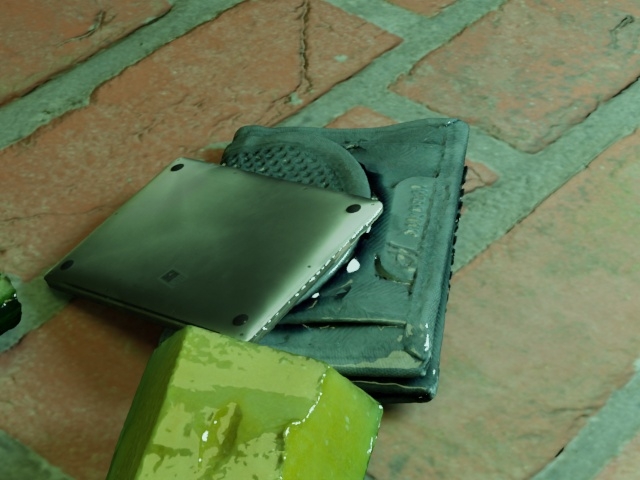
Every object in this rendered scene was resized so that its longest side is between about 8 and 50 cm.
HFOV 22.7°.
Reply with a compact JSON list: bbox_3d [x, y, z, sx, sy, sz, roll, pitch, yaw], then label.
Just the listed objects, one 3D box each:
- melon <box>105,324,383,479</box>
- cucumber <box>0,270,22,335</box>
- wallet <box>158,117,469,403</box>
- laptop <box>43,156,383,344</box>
[{"bbox_3d":[-0.090,0.206,1.120,0.196,0.124,0.323,9,48,16],"label":"melon"},{"bbox_3d":[-0.357,0.096,1.313,0.244,0.063,0.115,-32,40,-28],"label":"cucumber"},{"bbox_3d":[0.000,0.000,1.393,0.237,0.075,0.342,0,41,13],"label":"wallet"},{"bbox_3d":[-0.095,0.002,1.362,0.269,0.015,0.187,14,49,43],"label":"laptop"}]
